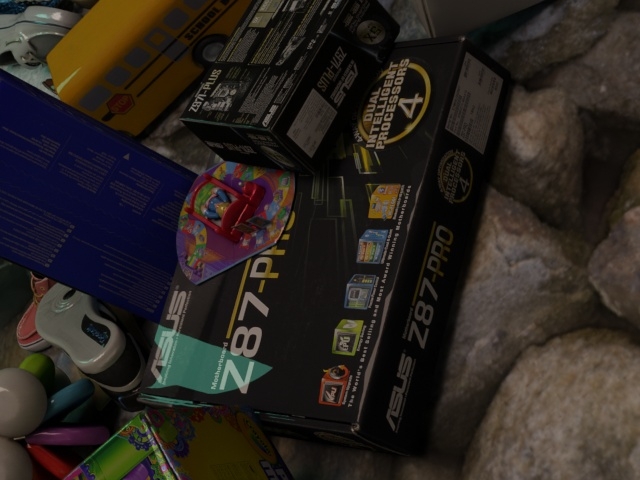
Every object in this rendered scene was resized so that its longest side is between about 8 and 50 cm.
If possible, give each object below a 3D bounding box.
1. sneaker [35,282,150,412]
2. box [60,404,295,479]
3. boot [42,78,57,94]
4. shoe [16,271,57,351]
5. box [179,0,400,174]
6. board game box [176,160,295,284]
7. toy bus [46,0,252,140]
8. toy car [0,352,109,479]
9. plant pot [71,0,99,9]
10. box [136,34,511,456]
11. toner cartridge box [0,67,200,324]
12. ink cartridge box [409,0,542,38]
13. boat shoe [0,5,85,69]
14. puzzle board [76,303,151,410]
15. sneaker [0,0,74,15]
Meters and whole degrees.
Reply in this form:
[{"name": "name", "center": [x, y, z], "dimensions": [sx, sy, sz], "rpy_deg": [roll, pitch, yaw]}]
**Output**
[{"name": "sneaker", "center": [-0.238, 0.125, 1.551], "dimensions": [0.079, 0.121, 0.217], "rpy_deg": [-41, 31, -5]}, {"name": "box", "center": [-0.130, 0.341, 1.230], "dimensions": [0.279, 0.177, 0.290], "rpy_deg": [-40, 68, 20]}, {"name": "boot", "center": [-0.304, -0.234, 1.838], "dimensions": [0.106, 0.037, 0.114], "rpy_deg": [26, 92, 33]}, {"name": "shoe", "center": [-0.323, 0.059, 1.678], "dimensions": [0.178, 0.081, 0.063], "rpy_deg": [-43, 47, 19]}, {"name": "box", "center": [-0.030, -0.164, 1.382], "dimensions": [0.147, 0.077, 0.180], "rpy_deg": [11, 66, 47]}, {"name": "board game box", "center": [-0.098, -0.038, 1.422], "dimensions": [0.168, 0.033, 0.133], "rpy_deg": [-26, 52, 33]}, {"name": "toy bus", "center": [-0.212, -0.233, 1.685], "dimensions": [0.332, 0.130, 0.108], "rpy_deg": [-41, 47, 20]}, {"name": "toy car", "center": [-0.302, 0.219, 1.547], "dimensions": [0.136, 0.159, 0.182], "rpy_deg": [11, 88, 7]}, {"name": "plant pot", "center": [-0.222, -0.384, 1.781], "dimensions": [0.237, 0.109, 0.237], "rpy_deg": [-24, 52, 35]}, {"name": "box", "center": [0.000, 0.000, 1.400], "dimensions": [0.318, 0.097, 0.395], "rpy_deg": [1, 70, 46]}, {"name": "toner cartridge box", "center": [-0.256, -0.042, 1.474], "dimensions": [0.165, 0.348, 0.075], "rpy_deg": [-56, 43, 6]}, {"name": "ink cartridge box", "center": [0.138, -0.310, 1.397], "dimensions": [0.153, 0.087, 0.208], "rpy_deg": [-22, 51, 1]}, {"name": "boat shoe", "center": [-0.383, -0.268, 1.911], "dimensions": [0.226, 0.083, 0.076], "rpy_deg": [5, 85, 56]}, {"name": "puzzle board", "center": [-0.246, 0.122, 1.627], "dimensions": [0.096, 0.011, 0.128], "rpy_deg": [-50, 44, 13]}, {"name": "sneaker", "center": [-0.402, -0.353, 1.968], "dimensions": [0.190, 0.071, 0.083], "rpy_deg": [8, 70, 44]}]
